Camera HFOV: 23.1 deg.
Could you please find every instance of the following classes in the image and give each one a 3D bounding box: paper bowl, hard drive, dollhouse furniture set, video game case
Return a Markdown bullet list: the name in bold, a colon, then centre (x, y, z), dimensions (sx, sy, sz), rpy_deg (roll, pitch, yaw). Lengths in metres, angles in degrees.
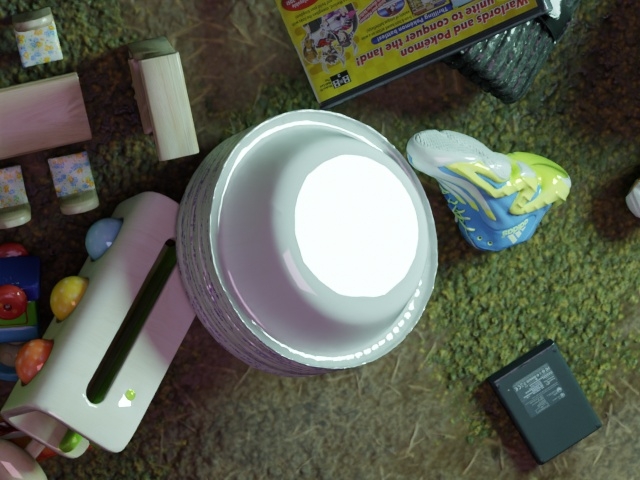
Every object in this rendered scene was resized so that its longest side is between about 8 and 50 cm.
- **paper bowl**: centre (0.000, 0.000, 1.673), dimensions (0.284, 0.148, 0.284), rpy_deg (6, 78, -31)
- **hard drive**: centre (0.278, 0.201, 1.932), dimensions (0.094, 0.022, 0.135), rpy_deg (-32, 109, -2)
- **dollhouse furniture set**: centre (-0.265, -0.134, 1.654), dimensions (0.242, 0.161, 0.212), rpy_deg (-13, 107, -8)
- **video game case**: centre (0.073, -0.302, 1.651), dimensions (0.275, 0.035, 0.248), rpy_deg (-22, 93, 23)

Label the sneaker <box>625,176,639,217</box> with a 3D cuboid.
- **sneaker**: centre (0.459, -0.093, 1.861), dimensions (0.215, 0.083, 0.084), rpy_deg (-29, 109, 3)

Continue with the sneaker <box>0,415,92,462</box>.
- **sneaker**: centre (-0.344, 0.232, 1.802), dimensions (0.175, 0.064, 0.067), rpy_deg (-1, 127, -7)

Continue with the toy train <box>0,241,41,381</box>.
- **toy train**: centre (-0.429, 0.093, 1.727), dimensions (0.248, 0.105, 0.143), rpy_deg (-5, 123, -6)

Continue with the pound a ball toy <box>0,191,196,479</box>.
- **pound a ball toy**: centre (-0.260, 0.113, 1.700), dimensions (0.136, 0.208, 0.319), rpy_deg (37, 64, -20)

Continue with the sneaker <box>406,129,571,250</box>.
- **sneaker**: centre (0.180, -0.046, 1.784), dimensions (0.240, 0.091, 0.126), rpy_deg (12, 113, -35)

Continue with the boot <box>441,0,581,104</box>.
- **boot**: centre (0.168, -0.338, 1.704), dimensions (0.348, 0.131, 0.260), rpy_deg (40, 94, -19)
